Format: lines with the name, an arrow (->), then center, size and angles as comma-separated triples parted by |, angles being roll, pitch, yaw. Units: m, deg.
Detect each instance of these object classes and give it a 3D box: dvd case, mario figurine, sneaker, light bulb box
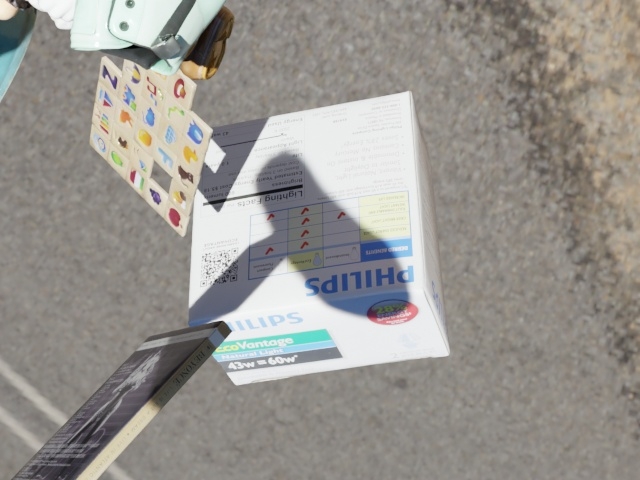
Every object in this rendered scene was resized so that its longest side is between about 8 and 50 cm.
dvd case -> -0.186, 0.158, 0.985 | 0.018, 0.221, 0.164 | 50, 149, -14
mario figurine -> -0.259, -0.246, 1.153 | 0.320, 0.170, 0.198 | 28, 146, 16
sneaker -> -0.181, -0.237, 0.877 | 0.256, 0.151, 0.094 | 35, 160, -32
light bulb box -> 0.000, 0.000, 1.729 | 0.357, 0.361, 0.225 | -9, 146, 12

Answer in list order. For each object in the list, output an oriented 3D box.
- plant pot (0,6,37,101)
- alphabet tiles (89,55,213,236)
plant pot -> -0.519, -0.239, 1.312 | 0.255, 0.272, 0.271 | 32, 146, -31
alphabet tiles -> -0.216, -0.144, 1.407 | 0.198, 0.009, 0.237 | 44, 140, 19
